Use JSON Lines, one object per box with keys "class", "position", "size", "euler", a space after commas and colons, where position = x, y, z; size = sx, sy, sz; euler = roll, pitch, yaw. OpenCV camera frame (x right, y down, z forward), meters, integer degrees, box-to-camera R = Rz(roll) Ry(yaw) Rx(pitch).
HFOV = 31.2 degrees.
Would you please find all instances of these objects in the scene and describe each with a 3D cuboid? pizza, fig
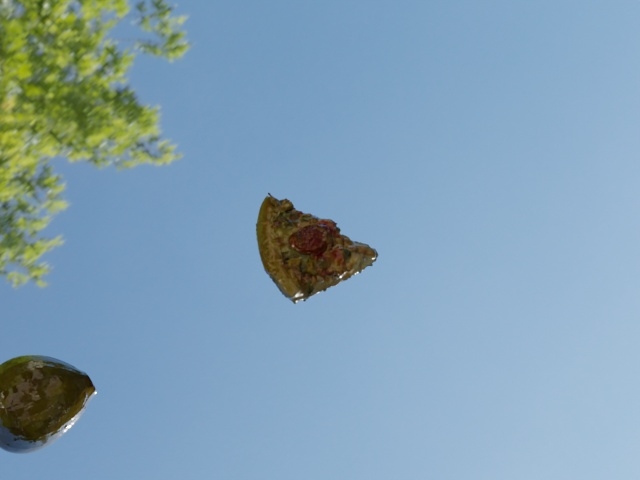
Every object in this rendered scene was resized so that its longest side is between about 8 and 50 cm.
{"class": "pizza", "position": [0.000, 0.000, 0.697], "size": [0.078, 0.025, 0.083], "euler": [-3, -135, -19]}
{"class": "fig", "position": [-0.215, 0.123, 0.884], "size": [0.088, 0.074, 0.074], "euler": [-18, -94, -28]}
